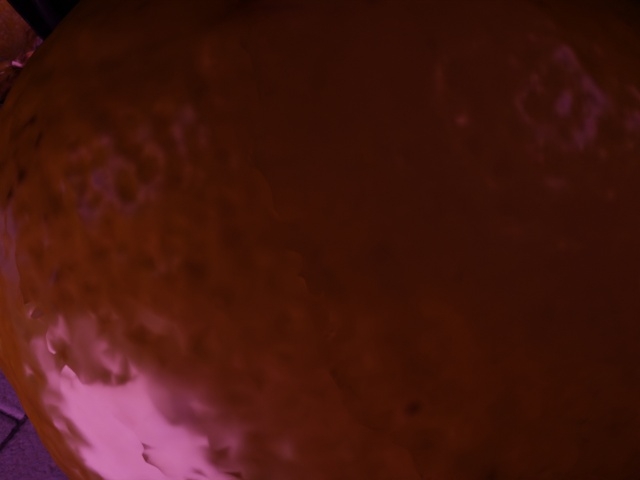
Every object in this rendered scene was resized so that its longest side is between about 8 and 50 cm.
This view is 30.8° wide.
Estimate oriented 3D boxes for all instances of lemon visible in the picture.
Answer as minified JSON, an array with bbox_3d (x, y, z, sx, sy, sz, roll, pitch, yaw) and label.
[{"bbox_3d":[0.013,-0.002,0.438,0.284,0.260,0.260,-1,164,21],"label":"lemon"}]

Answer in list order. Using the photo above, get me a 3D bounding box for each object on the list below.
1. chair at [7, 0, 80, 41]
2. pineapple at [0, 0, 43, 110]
[{"bbox_3d":[-0.098,-0.163,0.532,0.141,0.154,0.260,47,176,1],"label":"chair"},{"bbox_3d":[-0.260,-0.192,0.982,0.352,0.352,0.300,40,-178,24],"label":"pineapple"}]
